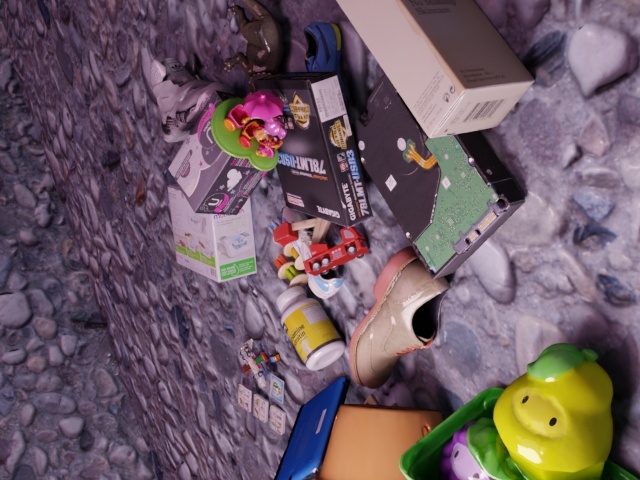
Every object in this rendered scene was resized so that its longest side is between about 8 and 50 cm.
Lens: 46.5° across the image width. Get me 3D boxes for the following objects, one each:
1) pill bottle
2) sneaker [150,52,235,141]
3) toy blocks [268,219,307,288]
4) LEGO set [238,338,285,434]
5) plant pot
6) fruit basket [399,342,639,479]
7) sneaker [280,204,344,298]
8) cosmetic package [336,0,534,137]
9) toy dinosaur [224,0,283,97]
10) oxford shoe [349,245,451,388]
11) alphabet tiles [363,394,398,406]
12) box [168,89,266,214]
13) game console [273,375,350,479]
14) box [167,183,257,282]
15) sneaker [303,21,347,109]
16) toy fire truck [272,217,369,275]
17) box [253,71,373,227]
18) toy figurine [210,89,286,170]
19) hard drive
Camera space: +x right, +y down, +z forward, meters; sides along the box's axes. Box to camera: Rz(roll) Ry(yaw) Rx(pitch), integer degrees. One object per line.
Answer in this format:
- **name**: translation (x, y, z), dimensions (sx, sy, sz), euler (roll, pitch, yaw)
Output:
- **pill bottle**: translation (-0.028, 0.199, 1.724), dimensions (0.184, 0.103, 0.103), euler (56, 142, 27)
- **sneaker**: translation (-0.345, -0.393, 1.933), dimensions (0.365, 0.137, 0.210), euler (-15, 92, 60)
- **toy blocks**: translation (-0.083, 0.031, 1.786), dimensions (0.148, 0.054, 0.123), euler (48, 137, 36)
- **LEGO set**: translation (-0.151, 0.390, 2.056), dimensions (0.182, 0.060, 0.244), euler (25, 124, 35)
- **plant pot**: translation (0.130, 0.425, 1.438), dimensions (0.290, 0.290, 0.204), euler (-14, 70, 57)
- **fruit basket**: translation (0.328, 0.349, 1.138), dimensions (0.392, 0.282, 0.392), euler (45, 153, 30)
- **sneaker**: translation (-0.015, 0.013, 1.662), dimensions (0.086, 0.085, 0.237), euler (-40, 67, 35)
- **cosmetic package**: translation (0.174, -0.319, 1.175), dimensions (0.310, 0.160, 0.113), euler (60, 143, 20)
- **toy dinosaur**: translation (-0.131, -0.435, 1.652), dimensions (0.160, 0.121, 0.314), euler (26, 119, 35)
- **oxford shoe**: translation (0.150, 0.183, 1.441), dimensions (0.130, 0.123, 0.348), euler (42, 136, 32)
- **alphabet tiles**: translation (0.149, 0.520, 1.670), dimensions (0.285, 0.011, 0.343), euler (56, 142, 28)
- **box**: translation (-0.226, -0.203, 1.763), dimensions (0.247, 0.142, 0.163), euler (-52, 58, 27)
- **game console**: translation (0.008, 0.499, 1.681), dimensions (0.173, 0.293, 0.250), euler (40, 122, -11)
- **box**: translation (-0.298, -0.034, 2.015), dimensions (0.262, 0.126, 0.231), euler (16, 115, 53)
- **sneaker**: translation (0.002, -0.330, 1.498), dimensions (0.069, 0.082, 0.210), euler (13, 114, 51)
- **toy fire truck**: translation (0.000, 0.000, 1.585), dimensions (0.192, 0.047, 0.135), euler (-25, 67, 21)
- **box**: translation (-0.021, -0.192, 1.517), dimensions (0.295, 0.073, 0.294), euler (24, 131, 61)
- **toy figurine**: translation (-0.119, -0.230, 1.494), dimensions (0.173, 0.130, 0.159), euler (50, 153, -12)
- **hard drive**: translation (0.189, -0.133, 1.309), dimensions (0.339, 0.064, 0.237), euler (61, 144, 22)
